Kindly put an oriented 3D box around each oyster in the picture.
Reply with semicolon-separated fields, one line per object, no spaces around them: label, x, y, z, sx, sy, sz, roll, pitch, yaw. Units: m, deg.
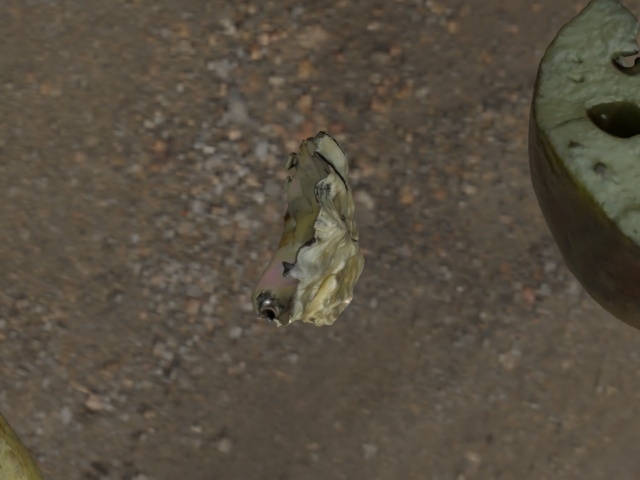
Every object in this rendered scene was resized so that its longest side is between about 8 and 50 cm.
oyster;0.000;0.005;1.046;0.072;0.209;0.132;10;56;-8

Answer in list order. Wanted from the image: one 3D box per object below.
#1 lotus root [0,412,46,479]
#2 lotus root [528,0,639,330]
lotus root;-0.235;0.153;0.970;0.110;0.097;0.258;-40;109;-17
lotus root;0.210;-0.036;0.975;0.138;0.235;0.119;-23;147;-14
